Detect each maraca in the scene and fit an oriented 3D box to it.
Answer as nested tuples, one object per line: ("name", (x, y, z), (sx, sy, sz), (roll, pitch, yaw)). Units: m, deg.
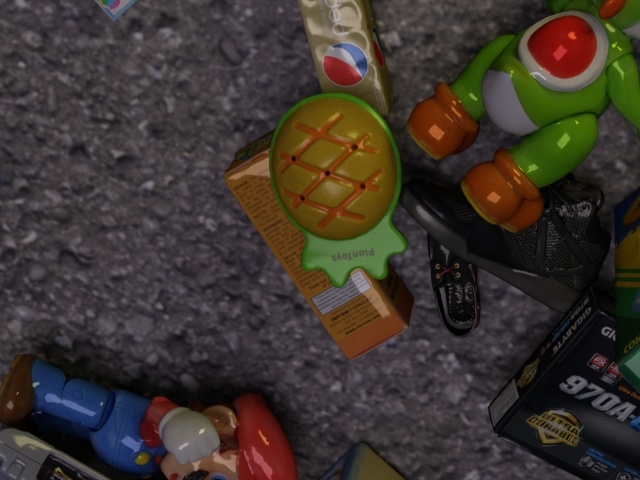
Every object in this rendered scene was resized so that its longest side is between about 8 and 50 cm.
("maraca", (0.019, -0.049, 1.828), (0.127, 0.099, 0.185), (-11, 95, 14))

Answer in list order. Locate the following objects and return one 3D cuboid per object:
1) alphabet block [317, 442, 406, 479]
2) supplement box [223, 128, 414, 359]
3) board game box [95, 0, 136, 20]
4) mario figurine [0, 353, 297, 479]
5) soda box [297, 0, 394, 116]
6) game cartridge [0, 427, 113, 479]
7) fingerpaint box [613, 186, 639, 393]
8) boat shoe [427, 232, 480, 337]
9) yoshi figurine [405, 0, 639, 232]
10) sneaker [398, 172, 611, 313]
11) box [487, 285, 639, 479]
("alphabet block", (0.041, 0.368, 2.012), (0.197, 0.192, 0.193), (42, 114, -7))
("supplement box", (0.000, 0.000, 1.930), (0.080, 0.078, 0.233), (-32, 104, 19))
("board game box", (-0.215, -0.305, 1.868), (0.103, 0.026, 0.154), (-38, 102, 20))
("mario figurine", (-0.183, 0.227, 1.993), (0.320, 0.198, 0.170), (13, 101, 8))
("soda box", (0.020, -0.207, 1.854), (0.061, 0.058, 0.181), (-11, 110, 13))
("game cartridge", (-0.234, 0.300, 2.036), (0.297, 0.198, 0.062), (31, 71, -9))
("fingerpaint box", (0.468, -0.049, 1.678), (0.163, 0.371, 0.445), (45, 112, -10))
("boat shoe", (0.136, 0.034, 1.943), (0.049, 0.042, 0.133), (-7, 109, 14))
("yoshi figurine", (0.262, -0.183, 1.763), (0.203, 0.203, 0.362), (34, 113, -25))
("sneaker", (0.190, -0.029, 1.874), (0.227, 0.087, 0.130), (27, 108, -18))
("box", (0.306, 0.165, 1.932), (0.220, 0.051, 0.175), (29, 114, -21))
